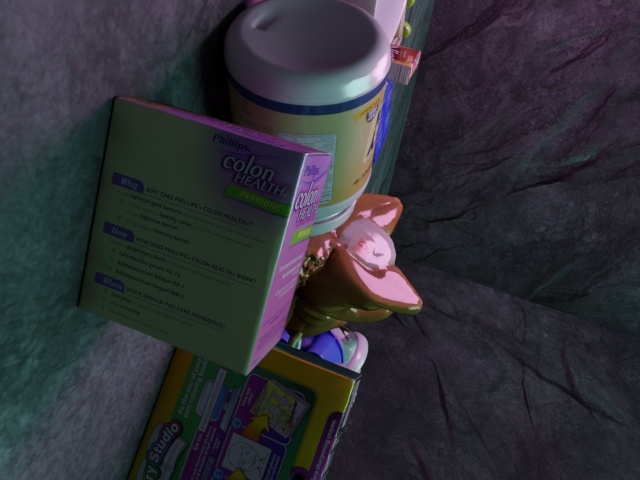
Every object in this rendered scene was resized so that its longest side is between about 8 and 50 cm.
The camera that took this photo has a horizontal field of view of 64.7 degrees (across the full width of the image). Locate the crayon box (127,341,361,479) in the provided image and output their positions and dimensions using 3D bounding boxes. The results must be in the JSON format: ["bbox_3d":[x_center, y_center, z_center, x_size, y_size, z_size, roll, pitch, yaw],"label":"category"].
[{"bbox_3d":[-0.138,0.350,0.873,0.106,0.312,0.363,38,72,-75],"label":"crayon box"}]

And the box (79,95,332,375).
[{"bbox_3d":[-0.129,-0.012,0.574,0.117,0.213,0.243,-34,141,-72],"label":"box"}]

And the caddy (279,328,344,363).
[{"bbox_3d":[-0.067,0.409,1.546,0.179,0.241,0.342,-26,135,-69],"label":"caddy"}]

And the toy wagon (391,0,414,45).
[{"bbox_3d":[0.182,-0.600,1.448,0.267,0.068,0.344,-58,165,-18],"label":"toy wagon"}]

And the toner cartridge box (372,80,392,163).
[{"bbox_3d":[0.201,-0.439,1.881,0.348,0.075,0.165,74,35,-72],"label":"toner cartridge box"}]

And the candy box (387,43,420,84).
[{"bbox_3d":[0.149,-0.461,1.279,0.109,0.186,0.053,-61,166,-45],"label":"candy box"}]

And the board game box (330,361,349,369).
[{"bbox_3d":[-0.083,0.435,1.343,0.097,0.303,0.224,-134,-122,-64],"label":"board game box"}]

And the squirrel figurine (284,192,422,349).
[{"bbox_3d":[-0.029,0.096,1.124,0.370,0.396,0.281,-47,-133,48],"label":"squirrel figurine"}]

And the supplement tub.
[{"bbox_3d":[-0.024,-0.177,0.782,0.316,0.228,0.228,95,18,-52],"label":"supplement tub"}]

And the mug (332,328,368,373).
[{"bbox_3d":[0.030,0.470,1.781,0.374,0.276,0.328,-46,-170,22],"label":"mug"}]

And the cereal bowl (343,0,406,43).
[{"bbox_3d":[0.095,-0.543,0.994,0.339,0.141,0.339,19,90,-79],"label":"cereal bowl"}]
